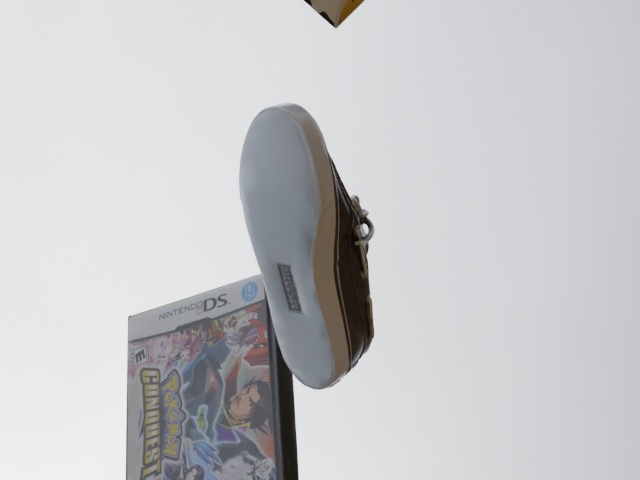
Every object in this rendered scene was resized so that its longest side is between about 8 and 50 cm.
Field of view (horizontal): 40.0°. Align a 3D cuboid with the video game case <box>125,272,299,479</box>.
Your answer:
[{"bbox_3d":[-0.143,0.196,1.093,0.035,0.248,0.274,29,-130,-51],"label":"video game case"}]

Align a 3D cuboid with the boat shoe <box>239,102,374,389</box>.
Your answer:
[{"bbox_3d":[0.003,0.001,0.900,0.105,0.113,0.306,-31,-64,-41],"label":"boat shoe"}]

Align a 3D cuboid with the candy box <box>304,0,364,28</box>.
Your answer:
[{"bbox_3d":[-0.013,-0.356,0.912,0.159,0.071,0.233,-42,-53,21],"label":"candy box"}]
